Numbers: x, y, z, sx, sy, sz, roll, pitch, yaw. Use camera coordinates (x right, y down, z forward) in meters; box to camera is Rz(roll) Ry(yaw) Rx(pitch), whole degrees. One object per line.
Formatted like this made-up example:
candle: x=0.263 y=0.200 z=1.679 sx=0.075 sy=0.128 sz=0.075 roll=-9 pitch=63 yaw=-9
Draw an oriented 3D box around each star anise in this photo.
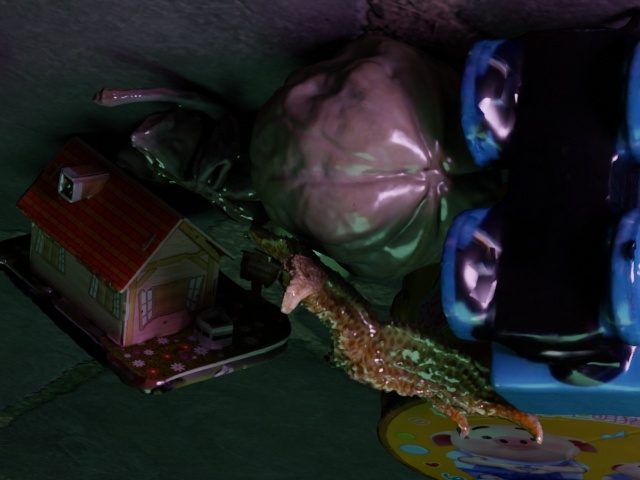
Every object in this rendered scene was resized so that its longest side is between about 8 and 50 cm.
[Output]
star anise: x=-0.107 y=-0.080 z=1.845 sx=0.209 sy=0.089 sz=0.231 roll=14 pitch=159 yaw=24

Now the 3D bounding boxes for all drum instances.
drum: x=0.275 y=0.122 z=1.996 sx=0.431 sy=0.214 sz=0.431 roll=8 pitch=157 yaw=3

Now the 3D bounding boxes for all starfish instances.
starfish: x=0.065 y=0.098 z=1.737 sx=0.293 sy=0.084 sz=0.301 roll=32 pitch=178 yaw=-13

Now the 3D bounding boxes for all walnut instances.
walnut: x=0.045 y=-0.070 z=1.675 sx=0.224 sy=0.224 sz=0.224 roll=9 pitch=157 yaw=4

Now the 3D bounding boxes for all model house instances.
model house: x=-0.168 y=-0.002 z=1.947 sx=0.207 sy=0.154 sz=0.294 roll=-16 pitch=-143 yaw=-36

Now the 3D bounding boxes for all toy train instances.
toy train: x=0.217 y=-0.024 z=1.583 sx=0.188 sy=0.300 sz=0.265 roll=0 pitch=162 yaw=24

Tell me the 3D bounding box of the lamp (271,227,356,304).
lamp: x=0.000 y=0.000 z=1.967 sx=0.101 sy=0.101 sz=0.250 roll=10 pitch=153 yaw=1
